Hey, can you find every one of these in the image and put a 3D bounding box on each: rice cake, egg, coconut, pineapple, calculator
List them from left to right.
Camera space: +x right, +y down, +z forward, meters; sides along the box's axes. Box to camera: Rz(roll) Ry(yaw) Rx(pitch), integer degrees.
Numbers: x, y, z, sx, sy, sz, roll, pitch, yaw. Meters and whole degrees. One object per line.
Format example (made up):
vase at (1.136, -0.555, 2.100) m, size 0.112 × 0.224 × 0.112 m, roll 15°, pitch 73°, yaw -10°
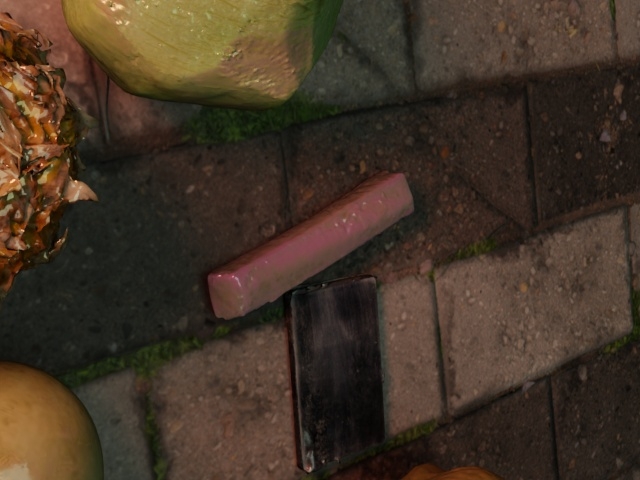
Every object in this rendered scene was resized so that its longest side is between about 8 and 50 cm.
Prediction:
pineapple at (-0.375, -0.086, 0.862) m, size 0.352 × 0.300 × 0.352 m, roll -7°, pitch 100°, yaw -44°
egg at (-0.331, 0.265, 0.971) m, size 0.218 × 0.218 × 0.295 m, roll 7°, pitch 97°, yaw -38°
coconut at (-0.110, -0.292, 1.054) m, size 0.328 × 0.281 × 0.328 m, roll -2°, pitch 93°, yaw -36°
rice cake at (0.000, 0.000, 1.311) m, size 0.365 × 0.056 × 0.073 m, roll -30°, pitch 114°, yaw -32°
calculator at (0.024, 0.184, 1.368) m, size 0.161 × 0.021 × 0.262 m, roll -9°, pitch 100°, yaw -38°

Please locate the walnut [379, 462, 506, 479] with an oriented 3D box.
walnut at (0.162, 0.447, 1.336) m, size 0.253 × 0.282 × 0.277 m, roll -34°, pitch 112°, yaw -38°
